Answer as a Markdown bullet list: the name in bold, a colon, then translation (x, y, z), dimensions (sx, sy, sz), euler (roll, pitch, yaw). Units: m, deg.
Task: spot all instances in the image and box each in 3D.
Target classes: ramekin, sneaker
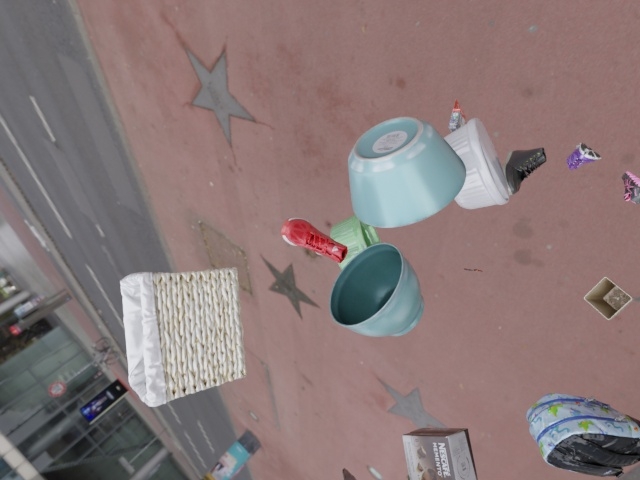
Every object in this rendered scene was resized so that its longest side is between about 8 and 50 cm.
- **ramekin**: translation (0.165, 0.034, 1.850), dimensions (0.148, 0.303, 0.303), euler (-22, 109, 19)
- **sneaker**: translation (0.000, 0.000, 1.203), dimensions (0.128, 0.087, 0.221), euler (19, 179, 43)
- **sneaker**: translation (0.693, -0.246, 1.440), dimensions (0.118, 0.222, 0.083), euler (-10, 130, 40)
- **ramekin**: translation (0.454, -0.218, 1.271), dimensions (0.127, 0.273, 0.272), euler (-21, 108, 31)
- **sneaker**: translation (0.746, -0.232, 1.215), dimensions (0.068, 0.170, 0.071), euler (43, 112, 15)
- **sneaker**: translation (0.739, -0.123, 1.008), dimensions (0.047, 0.119, 0.057), euler (30, 120, -2)

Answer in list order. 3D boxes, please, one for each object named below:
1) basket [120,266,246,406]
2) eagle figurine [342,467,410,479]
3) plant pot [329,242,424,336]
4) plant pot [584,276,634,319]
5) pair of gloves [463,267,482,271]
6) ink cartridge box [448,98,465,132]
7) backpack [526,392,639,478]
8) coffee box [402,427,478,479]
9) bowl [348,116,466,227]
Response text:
- **basket**: translation (-0.392, 0.248, 1.193), dimensions (0.328, 0.267, 0.331), euler (-14, 81, 57)
- **eagle figurine**: translation (0.148, 0.814, 1.231), dimensions (0.225, 0.226, 0.298), euler (52, 139, -10)
- **plant pot**: translation (0.200, 0.181, 1.330), dimensions (0.196, 0.293, 0.293), euler (38, 153, -26)
- **plant pot**: translation (1.032, 0.205, 1.498), dimensions (0.109, 0.096, 0.109), euler (-61, 40, 28)
- **pair of gloves**: translation (0.752, 0.145, 2.093), dimensions (0.083, 0.010, 0.074), euler (6, -179, 5)
- **ink cartridge box**: translation (0.476, -0.424, 1.464), dimensions (0.029, 0.115, 0.063), euler (8, 166, 37)
- **backpack**: translation (0.915, 0.689, 1.497), dimensions (0.290, 0.356, 0.273), euler (-64, 32, 35)
- **coffee box**: translation (0.361, 0.714, 1.238), dimensions (0.168, 0.119, 0.297), euler (-23, 66, 44)
- **bowl**: translation (0.194, -0.197, 1.081), dimensions (0.312, 0.311, 0.163), euler (10, 143, 44)
